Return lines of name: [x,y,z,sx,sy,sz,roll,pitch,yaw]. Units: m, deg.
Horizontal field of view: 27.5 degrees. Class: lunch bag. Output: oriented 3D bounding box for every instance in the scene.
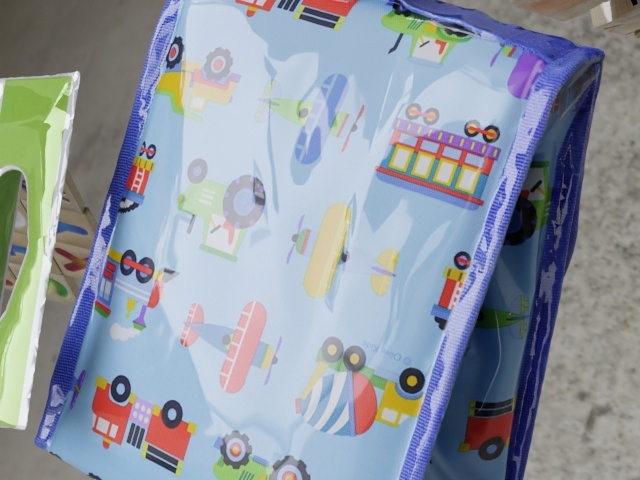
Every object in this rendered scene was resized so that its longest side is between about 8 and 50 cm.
lunch bag: [0.000,0.000,0.643,0.221,0.138,0.293,21,108,32]

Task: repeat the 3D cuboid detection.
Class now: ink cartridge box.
ink cartridge box: [-0.212,0.011,0.743,0.255,0.097,0.188,2,80,34]

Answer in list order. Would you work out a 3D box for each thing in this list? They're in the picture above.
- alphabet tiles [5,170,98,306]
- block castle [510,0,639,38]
alphabet tiles: [-0.328,-0.043,1.036,0.343,0.285,0.011,13,61,16]
block castle: [0.340,-0.339,1.171,0.303,0.453,0.212,-16,78,41]
